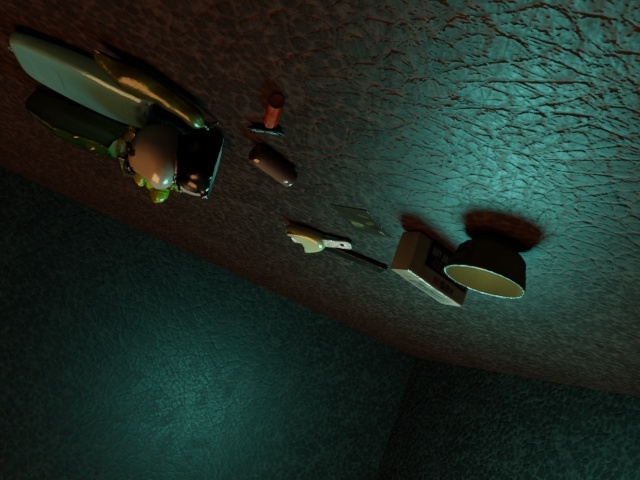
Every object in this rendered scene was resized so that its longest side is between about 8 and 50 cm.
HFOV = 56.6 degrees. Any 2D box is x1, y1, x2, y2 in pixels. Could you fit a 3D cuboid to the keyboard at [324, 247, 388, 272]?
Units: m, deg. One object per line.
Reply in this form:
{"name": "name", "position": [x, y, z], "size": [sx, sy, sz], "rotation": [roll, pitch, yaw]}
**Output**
{"name": "keyboard", "position": [0.093, 0.049, 2.161], "size": [0.309, 0.018, 0.101], "rotation": [23, 167, -4]}

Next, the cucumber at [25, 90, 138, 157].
{"name": "cucumber", "position": [-0.707, -0.327, 1.721], "size": [0.325, 0.145, 0.105], "rotation": [24, 139, 7]}

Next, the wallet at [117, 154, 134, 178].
{"name": "wallet", "position": [-0.645, -0.253, 2.096], "size": [0.132, 0.039, 0.243], "rotation": [18, 166, -11]}

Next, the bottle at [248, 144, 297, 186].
{"name": "bottle", "position": [-0.120, -0.190, 1.525], "size": [0.053, 0.053, 0.140], "rotation": [6, 158, 46]}

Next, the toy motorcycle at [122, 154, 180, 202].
{"name": "toy motorcycle", "position": [-0.488, -0.206, 1.810], "size": [0.206, 0.142, 0.342], "rotation": [15, 170, -13]}

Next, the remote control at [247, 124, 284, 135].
{"name": "remote control", "position": [-0.126, -0.256, 1.369], "size": [0.091, 0.016, 0.034], "rotation": [13, 179, 31]}

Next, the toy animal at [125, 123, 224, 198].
{"name": "toy animal", "position": [-0.378, -0.212, 1.544], "size": [0.235, 0.165, 0.187], "rotation": [9, -161, -7]}

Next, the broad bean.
{"name": "broad bean", "position": [-0.364, -0.329, 1.344], "size": [0.325, 0.067, 0.075], "rotation": [33, 171, -31]}

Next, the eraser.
{"name": "eraser", "position": [0.330, 0.086, 1.739], "size": [0.279, 0.124, 0.081], "rotation": [33, 162, -36]}

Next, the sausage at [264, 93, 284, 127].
{"name": "sausage", "position": [-0.100, -0.268, 1.252], "size": [0.034, 0.034, 0.129], "rotation": [23, 167, -6]}

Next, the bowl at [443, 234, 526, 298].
{"name": "bowl", "position": [0.431, 0.059, 1.518], "size": [0.211, 0.112, 0.211], "rotation": [19, 166, 5]}

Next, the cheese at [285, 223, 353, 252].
{"name": "cheese", "position": [0.000, 0.001, 2.052], "size": [0.234, 0.050, 0.127], "rotation": [4, 143, 25]}

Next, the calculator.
{"name": "calculator", "position": [-0.583, -0.391, 1.468], "size": [0.386, 0.055, 0.256], "rotation": [25, 166, -9]}

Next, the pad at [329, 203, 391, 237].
{"name": "pad", "position": [0.121, -0.057, 1.766], "size": [0.127, 0.004, 0.190], "rotation": [12, 162, 34]}
